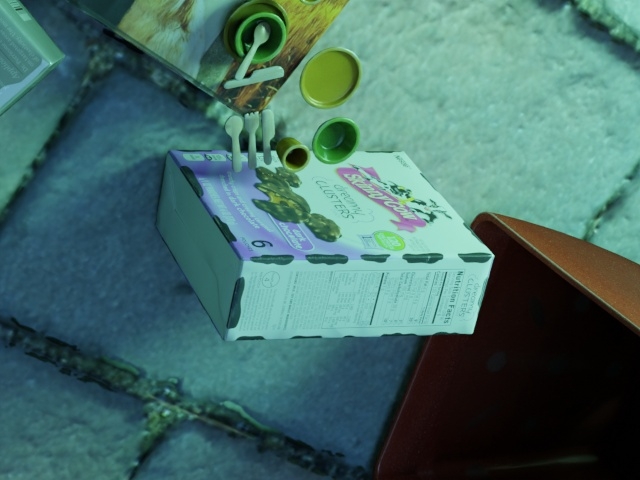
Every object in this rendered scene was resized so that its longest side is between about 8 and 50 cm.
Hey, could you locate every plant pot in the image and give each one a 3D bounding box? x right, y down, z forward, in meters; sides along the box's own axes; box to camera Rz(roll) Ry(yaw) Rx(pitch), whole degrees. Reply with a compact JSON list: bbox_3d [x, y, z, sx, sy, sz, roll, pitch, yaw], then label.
[{"bbox_3d":[0.245,0.155,1.485,0.236,0.267,0.267,2,117,-38],"label":"plant pot"}]

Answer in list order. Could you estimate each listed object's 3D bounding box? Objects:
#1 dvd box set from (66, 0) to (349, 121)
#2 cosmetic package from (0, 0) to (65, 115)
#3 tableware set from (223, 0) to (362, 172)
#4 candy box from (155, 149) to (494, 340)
[{"bbox_3d":[-0.031,-0.318,1.194,0.307,0.062,0.420,33,101,-36],"label":"dvd box set"},{"bbox_3d":[-0.292,-0.083,1.163,0.238,0.107,0.127,-39,99,4],"label":"cosmetic package"},{"bbox_3d":[-0.016,-0.114,1.270,0.104,0.024,0.154,-13,124,-19],"label":"tableware set"},{"bbox_3d":[0.000,0.000,1.327,0.196,0.165,0.070,-1,120,-25],"label":"candy box"}]
